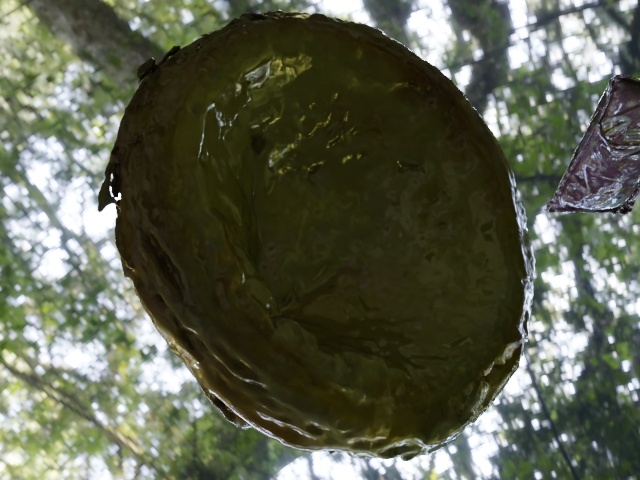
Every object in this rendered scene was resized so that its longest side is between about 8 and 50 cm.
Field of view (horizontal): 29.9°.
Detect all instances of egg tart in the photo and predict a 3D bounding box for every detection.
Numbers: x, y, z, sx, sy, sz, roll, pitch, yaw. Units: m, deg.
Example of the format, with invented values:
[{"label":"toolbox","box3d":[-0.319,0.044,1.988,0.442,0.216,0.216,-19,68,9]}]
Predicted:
[{"label":"egg tart","box3d":[0.000,0.000,0.774,0.120,0.315,0.315,-35,-154,53]}]

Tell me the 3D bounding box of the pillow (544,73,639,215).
[{"label":"pillow","box3d":[0.306,-0.098,1.233,0.118,0.185,0.043,-1,-135,-26]}]
